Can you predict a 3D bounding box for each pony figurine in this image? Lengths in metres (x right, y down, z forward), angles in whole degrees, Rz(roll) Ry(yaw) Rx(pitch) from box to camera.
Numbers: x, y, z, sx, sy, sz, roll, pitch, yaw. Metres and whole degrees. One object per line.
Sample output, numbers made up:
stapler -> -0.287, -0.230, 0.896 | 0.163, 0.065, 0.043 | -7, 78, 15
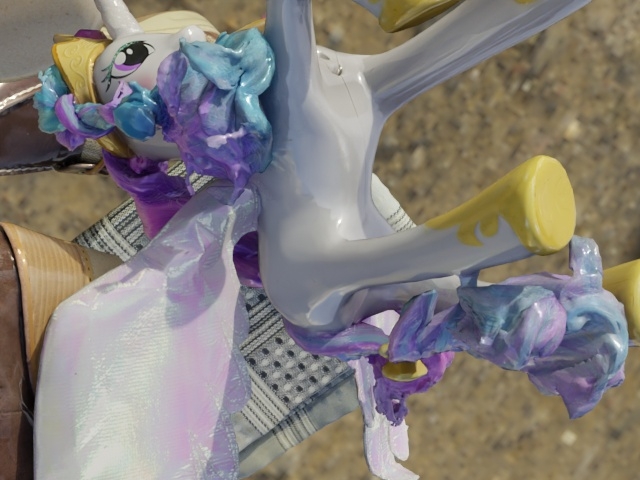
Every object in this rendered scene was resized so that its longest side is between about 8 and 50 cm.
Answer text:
pony figurine -> 0.000, 0.000, 0.878 | 0.303, 0.363, 0.351 | -17, 99, -48

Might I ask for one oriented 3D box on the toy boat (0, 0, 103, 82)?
toy boat -> -0.235, -0.225, 1.109 | 0.151, 0.151, 0.231 | -16, 128, -3

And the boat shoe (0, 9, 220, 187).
boat shoe -> -0.184, -0.114, 1.434 | 0.342, 0.123, 0.123 | -21, 143, -48

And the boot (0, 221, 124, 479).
boot -> -0.213, 0.109, 0.851 | 0.207, 0.090, 0.248 | 3, 102, -31

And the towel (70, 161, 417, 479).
towel -> -0.050, 0.054, 1.548 | 0.312, 0.056, 0.324 | -36, 117, 6
